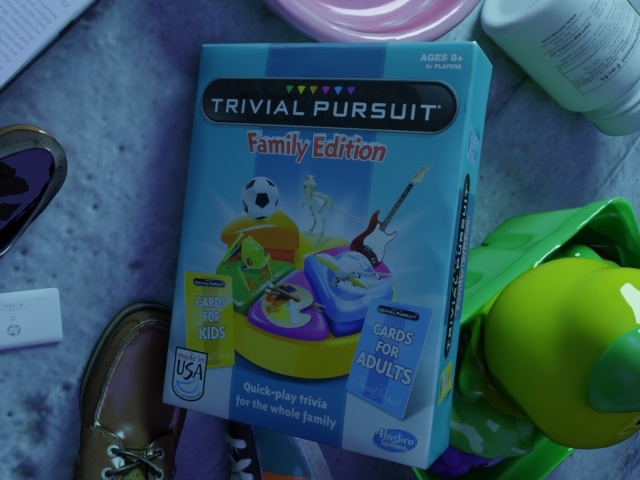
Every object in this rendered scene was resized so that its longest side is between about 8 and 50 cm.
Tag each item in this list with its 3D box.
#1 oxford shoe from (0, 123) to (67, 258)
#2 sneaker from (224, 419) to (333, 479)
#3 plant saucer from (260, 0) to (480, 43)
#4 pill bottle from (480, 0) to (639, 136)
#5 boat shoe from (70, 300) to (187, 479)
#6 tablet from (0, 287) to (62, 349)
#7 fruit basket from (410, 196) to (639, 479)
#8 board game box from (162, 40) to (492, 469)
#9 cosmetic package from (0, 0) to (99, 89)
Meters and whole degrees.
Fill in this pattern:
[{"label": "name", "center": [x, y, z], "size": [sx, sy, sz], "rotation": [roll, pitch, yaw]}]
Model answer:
[{"label": "oxford shoe", "center": [-0.317, 0.009, 0.544], "size": [0.097, 0.098, 0.271], "rotation": [43, 80, -26]}, {"label": "sneaker", "center": [-0.051, 0.276, 0.702], "size": [0.121, 0.108, 0.302], "rotation": [-25, 95, -22]}, {"label": "plant saucer", "center": [0.039, -0.350, 0.656], "size": [0.333, 0.084, 0.331], "rotation": [-5, 102, -24]}, {"label": "pill bottle", "center": [0.307, -0.227, 0.785], "size": [0.229, 0.131, 0.131], "rotation": [33, 85, -28]}, {"label": "boat shoe", "center": [-0.183, 0.217, 0.649], "size": [0.111, 0.104, 0.307], "rotation": [11, 95, -26]}, {"label": "tablet", "center": [-0.286, 0.075, 0.626], "size": [0.083, 0.006, 0.054], "rotation": [-6, 103, -25]}, {"label": "fruit basket", "center": [0.242, 0.128, 0.696], "size": [0.392, 0.392, 0.282], "rotation": [-35, 114, -16]}, {"label": "board game box", "center": [0.000, 0.000, 0.598], "size": [0.079, 0.254, 0.335], "rotation": [3, 93, -66]}, {"label": "cosmetic package", "center": [-0.243, -0.185, 0.532], "size": [0.085, 0.117, 0.231], "rotation": [45, 81, -25]}]
